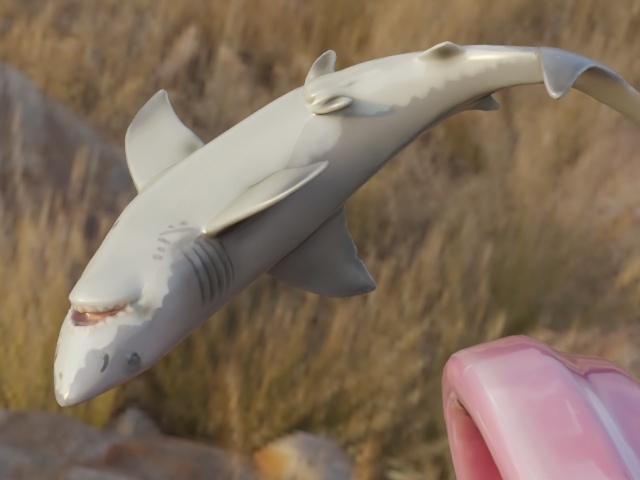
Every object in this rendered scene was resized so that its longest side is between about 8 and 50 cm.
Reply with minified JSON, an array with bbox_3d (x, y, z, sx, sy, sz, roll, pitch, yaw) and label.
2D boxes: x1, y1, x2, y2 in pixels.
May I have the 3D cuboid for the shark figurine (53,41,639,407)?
[{"bbox_3d":[0.019,-0.020,0.847,0.278,0.116,0.166,-26,34,11],"label":"shark figurine"}]

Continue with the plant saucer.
[{"bbox_3d":[0.125,0.180,0.586,0.084,0.332,0.332,-18,30,-3],"label":"plant saucer"}]
